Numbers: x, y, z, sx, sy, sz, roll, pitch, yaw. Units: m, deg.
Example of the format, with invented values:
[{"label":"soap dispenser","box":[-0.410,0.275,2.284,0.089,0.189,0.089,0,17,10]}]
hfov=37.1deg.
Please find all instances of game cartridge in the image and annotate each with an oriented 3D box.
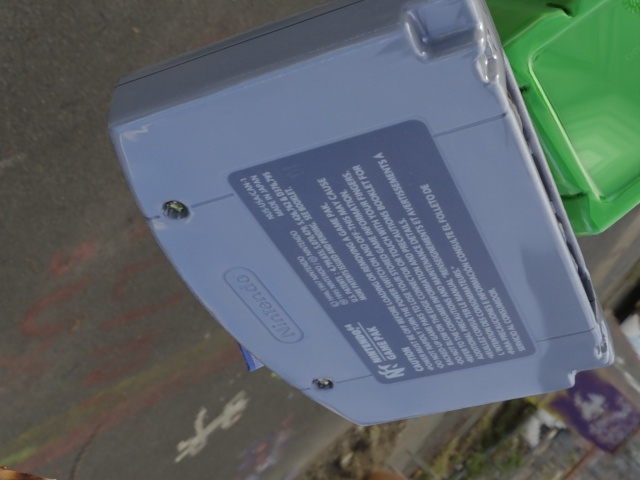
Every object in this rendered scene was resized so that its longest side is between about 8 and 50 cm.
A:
[{"label":"game cartridge","box":[0.029,0.002,0.510,0.198,0.062,0.297,-11,139,22]}]

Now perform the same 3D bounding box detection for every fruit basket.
[{"label":"fruit basket","box":[0.212,-0.197,0.862,0.392,0.283,0.392,-29,-160,12]}]

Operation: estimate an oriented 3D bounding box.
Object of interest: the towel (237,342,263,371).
[{"label":"towel","box":[0.000,0.000,1.114,0.285,0.209,0.034,-27,-167,-14]}]

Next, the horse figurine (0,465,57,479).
[{"label":"horse figurine","box":[-0.374,0.269,0.923,0.263,0.174,0.066,-19,110,-52]}]
